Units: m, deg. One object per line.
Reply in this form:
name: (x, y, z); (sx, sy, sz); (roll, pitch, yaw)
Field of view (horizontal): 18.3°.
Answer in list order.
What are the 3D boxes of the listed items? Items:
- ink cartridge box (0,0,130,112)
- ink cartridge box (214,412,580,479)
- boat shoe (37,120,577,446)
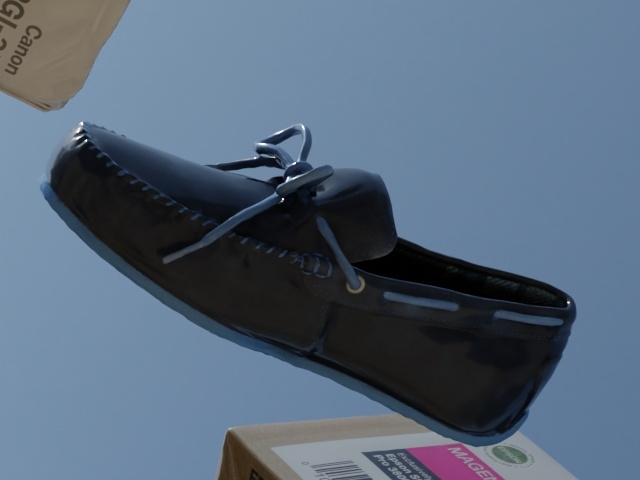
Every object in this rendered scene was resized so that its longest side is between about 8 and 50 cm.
ink cartridge box: (-0.081, -0.217, 0.763); (0.117, 0.283, 0.207); (27, -54, -12)
ink cartridge box: (0.074, 0.184, 1.094); (0.235, 0.193, 0.088); (37, -58, 48)
boat shoe: (0.000, 0.000, 0.876); (0.089, 0.258, 0.109); (-54, -146, 18)
